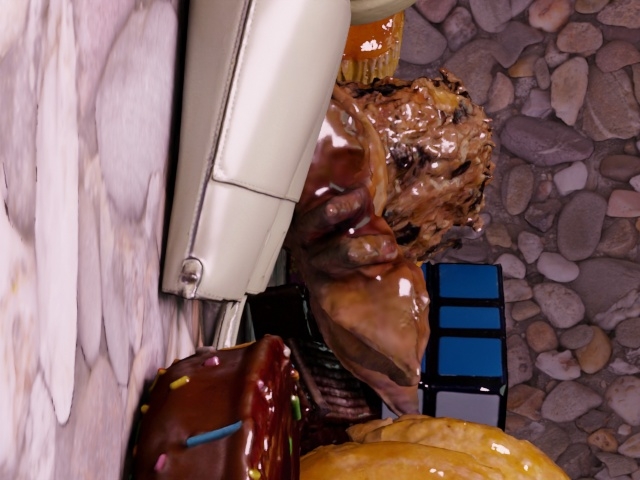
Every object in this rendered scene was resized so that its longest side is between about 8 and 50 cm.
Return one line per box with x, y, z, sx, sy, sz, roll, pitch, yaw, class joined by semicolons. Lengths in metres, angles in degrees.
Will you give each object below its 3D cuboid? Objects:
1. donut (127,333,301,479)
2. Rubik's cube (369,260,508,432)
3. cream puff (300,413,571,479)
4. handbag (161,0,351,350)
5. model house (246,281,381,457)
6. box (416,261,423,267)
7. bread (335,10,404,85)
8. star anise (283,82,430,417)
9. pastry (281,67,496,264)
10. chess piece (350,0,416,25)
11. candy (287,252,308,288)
-0.061;0.173;0.902;0.235;0.089;0.235;1;90;-86;donut
0.116;0.216;2.122;0.288;0.283;0.293;-85;173;-53;Rubik's cube
0.072;0.309;1.188;0.231;0.327;0.343;98;-3;-76;cream puff
-0.065;-0.042;1.032;0.241;0.109;0.315;0;105;-85;handbag
-0.029;0.134;1.340;0.164;0.141;0.203;57;7;-44;model house
0.056;-0.078;1.786;0.274;0.174;0.076;-80;-167;-65;box
0.033;-0.271;1.750;0.114;0.132;0.190;85;4;-65;bread
0.018;-0.015;1.234;0.292;0.109;0.349;91;-24;-52;star anise
0.050;-0.077;1.513;0.193;0.275;0.275;50;-22;33;pastry
0.030;-0.294;1.191;0.442;0.234;0.234;110;-18;-87;chess piece
-0.020;0.022;1.789;0.043;0.045;0.175;1;93;-52;candy
